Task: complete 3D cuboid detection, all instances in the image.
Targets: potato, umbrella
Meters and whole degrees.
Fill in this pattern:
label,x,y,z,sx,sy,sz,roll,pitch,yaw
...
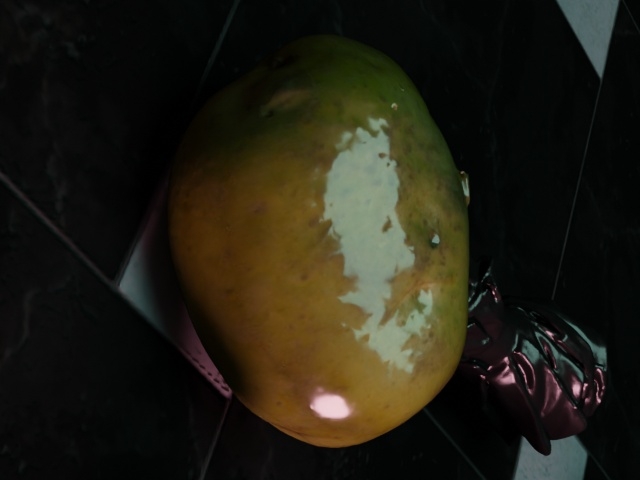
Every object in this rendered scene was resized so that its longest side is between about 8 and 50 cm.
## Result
label,x,y,z,sx,sy,sz,roll,pitch,yaw
potato,0.002,0.000,0.888,0.197,0.148,0.228,-33,104,-12
umbrella,0.098,0.056,1.081,0.340,0.118,0.118,35,56,-37
